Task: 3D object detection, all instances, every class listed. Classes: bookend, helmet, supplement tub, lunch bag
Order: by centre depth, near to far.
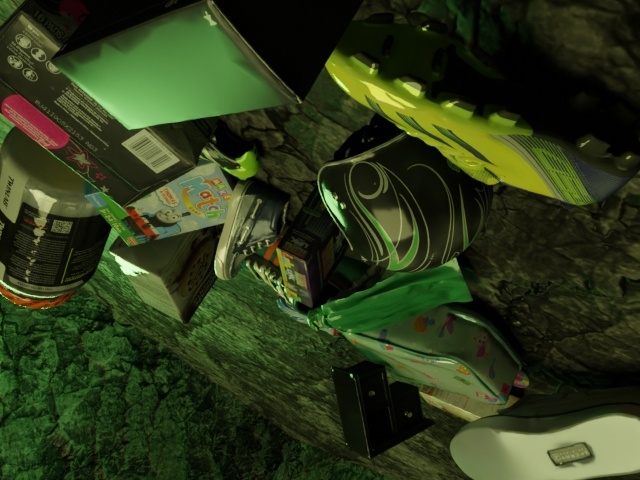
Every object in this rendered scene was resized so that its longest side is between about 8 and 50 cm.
[{"bbox_3d":[0.093,-0.047,0.697,0.169,0.169,0.161,-2,125,53],"label":"helmet"},{"bbox_3d":[0.184,0.177,1.143,0.279,0.108,0.224,10,157,46],"label":"lunch bag"},{"bbox_3d":[0.113,0.281,1.213,0.072,0.157,0.156,2,105,56],"label":"bookend"},{"bbox_3d":[-0.482,-0.039,1.215,0.207,0.207,0.338,31,129,-3],"label":"supplement tub"}]

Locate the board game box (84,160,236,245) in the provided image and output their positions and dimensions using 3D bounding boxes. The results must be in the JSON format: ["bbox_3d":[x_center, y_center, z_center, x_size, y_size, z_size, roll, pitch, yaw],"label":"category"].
[{"bbox_3d":[-0.242,-0.067,1.087,0.212,0.039,0.160,-15,148,5],"label":"board game box"}]

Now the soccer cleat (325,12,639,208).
[{"bbox_3d":[0.127,-0.091,0.561,0.289,0.093,0.121,17,146,-15],"label":"soccer cleat"}]

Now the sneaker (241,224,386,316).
[{"bbox_3d":[-0.045,0.053,1.118,0.302,0.121,0.108,8,145,33],"label":"sneaker"}]

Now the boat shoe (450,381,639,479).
[{"bbox_3d":[0.382,0.294,1.082,0.367,0.156,0.136,-32,89,44],"label":"boat shoe"}]

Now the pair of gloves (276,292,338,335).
[{"bbox_3d":[-0.027,0.152,1.474,0.159,0.023,0.198,25,159,7],"label":"pair of gloves"}]

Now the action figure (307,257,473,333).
[{"bbox_3d":[0.088,0.079,0.954,0.232,0.063,0.137,-20,137,11],"label":"action figure"}]

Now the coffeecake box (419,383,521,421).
[{"bbox_3d":[0.300,0.319,1.341,0.185,0.068,0.142,20,165,24],"label":"coffeecake box"}]

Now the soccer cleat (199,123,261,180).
[{"bbox_3d":[-0.167,-0.143,0.968,0.179,0.060,0.072,19,146,10],"label":"soccer cleat"}]

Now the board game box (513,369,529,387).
[{"bbox_3d":[0.298,0.244,1.249,0.169,0.033,0.133,7,149,45],"label":"board game box"}]

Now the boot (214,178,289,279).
[{"bbox_3d":[-0.110,-0.002,1.086,0.086,0.069,0.190,24,124,10],"label":"boot"}]

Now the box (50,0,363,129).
[{"bbox_3d":[-0.087,-0.199,0.560,0.261,0.184,0.103,5,147,48],"label":"box"}]

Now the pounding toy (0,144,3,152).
[{"bbox_3d":[-0.548,-0.154,1.400,0.270,0.155,0.154,11,125,19],"label":"pounding toy"}]

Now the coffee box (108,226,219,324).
[{"bbox_3d":[-0.295,0.035,1.360,0.119,0.168,0.297,26,159,10],"label":"coffee box"}]

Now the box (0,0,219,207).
[{"bbox_3d":[-0.264,-0.187,0.822,0.163,0.142,0.247,-21,130,37],"label":"box"}]

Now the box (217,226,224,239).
[{"bbox_3d":[-0.124,0.010,1.276,0.094,0.027,0.137,43,155,-28],"label":"box"}]

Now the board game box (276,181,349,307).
[{"bbox_3d":[0.000,0.000,0.945,0.048,0.141,0.170,25,158,14],"label":"board game box"}]
